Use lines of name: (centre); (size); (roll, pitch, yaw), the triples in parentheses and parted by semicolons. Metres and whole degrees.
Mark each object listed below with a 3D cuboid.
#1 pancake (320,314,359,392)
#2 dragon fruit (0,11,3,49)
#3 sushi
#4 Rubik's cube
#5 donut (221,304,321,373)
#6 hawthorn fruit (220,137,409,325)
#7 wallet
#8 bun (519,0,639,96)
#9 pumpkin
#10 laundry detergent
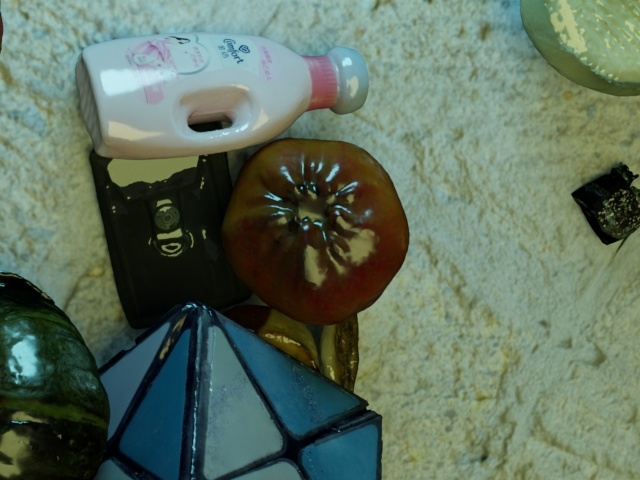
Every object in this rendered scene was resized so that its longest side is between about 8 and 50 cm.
pancake: (0.027, 0.147, 2.081); (0.028, 0.158, 0.158); (0, 109, 13)
dragon fruit: (-0.436, -0.220, 1.767); (0.224, 0.148, 0.218); (25, 96, -26)
sushi: (0.395, -0.048, 2.216); (0.085, 0.056, 0.083); (-36, 116, -8)
Rubik's cube: (-0.130, 0.298, 1.916); (0.307, 0.305, 0.310); (34, 129, -26)
donut: (-0.078, 0.154, 2.037); (0.166, 0.073, 0.184); (9, 134, 4)
hawthorn fruit: (0.000, 0.000, 1.987); (0.224, 0.224, 0.261); (-44, 160, -5)
wallet: (-0.174, -0.016, 1.998); (0.169, 0.052, 0.245); (-16, 114, -15)
bun: (0.360, -0.312, 2.074); (0.287, 0.146, 0.287); (-2, 94, -29)
pumpkin: (-0.373, 0.201, 1.840); (0.192, 0.320, 0.320); (24, 96, -46)
laundry detergent: (-0.107, -0.173, 1.930); (0.335, 0.088, 0.159); (-7, 66, -22)
